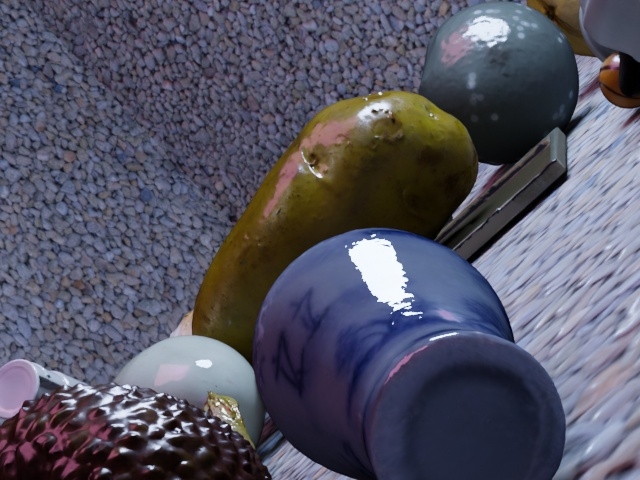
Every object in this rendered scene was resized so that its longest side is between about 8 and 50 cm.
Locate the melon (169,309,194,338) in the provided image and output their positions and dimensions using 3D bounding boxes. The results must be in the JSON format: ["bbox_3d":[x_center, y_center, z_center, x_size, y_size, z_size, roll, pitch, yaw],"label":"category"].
[{"bbox_3d":[-0.123,0.141,1.689,0.139,0.093,0.202,-32,-42,-35],"label":"melon"}]

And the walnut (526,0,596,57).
[{"bbox_3d":[0.349,-0.326,1.819,0.222,0.195,0.195,-48,4,-19],"label":"walnut"}]

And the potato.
[{"bbox_3d":[0.000,0.000,1.562,0.369,0.176,0.195,-48,1,4],"label":"potato"}]

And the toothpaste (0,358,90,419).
[{"bbox_3d":[-0.215,0.196,1.565,0.100,0.066,0.323,-57,-35,-2],"label":"toothpaste"}]

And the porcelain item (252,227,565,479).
[{"bbox_3d":[0.041,0.068,0.774,0.141,0.141,0.259,-43,11,-1],"label":"porcelain item"}]

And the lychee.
[{"bbox_3d":[-0.109,0.174,0.873,0.194,0.194,0.194,-43,3,2],"label":"lychee"}]

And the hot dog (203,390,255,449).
[{"bbox_3d":[-0.081,0.195,1.288,0.169,0.061,0.078,-76,-6,-47],"label":"hot dog"}]

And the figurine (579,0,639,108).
[{"bbox_3d":[0.288,-0.214,1.339,0.236,0.133,0.176,51,-133,-81],"label":"figurine"}]

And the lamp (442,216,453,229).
[{"bbox_3d":[0.108,-0.022,1.840,0.091,0.091,0.163,-44,19,-20],"label":"lamp"}]

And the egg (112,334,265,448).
[{"bbox_3d":[-0.129,0.166,1.458,0.151,0.151,0.209,-45,-3,-29],"label":"egg"}]

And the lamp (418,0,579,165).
[{"bbox_3d":[0.202,-0.178,1.771,0.182,0.182,0.314,-43,-1,4],"label":"lamp"}]

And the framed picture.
[{"bbox_3d":[0.120,0.017,1.546,0.335,0.022,0.247,-43,2,14],"label":"framed picture"}]
